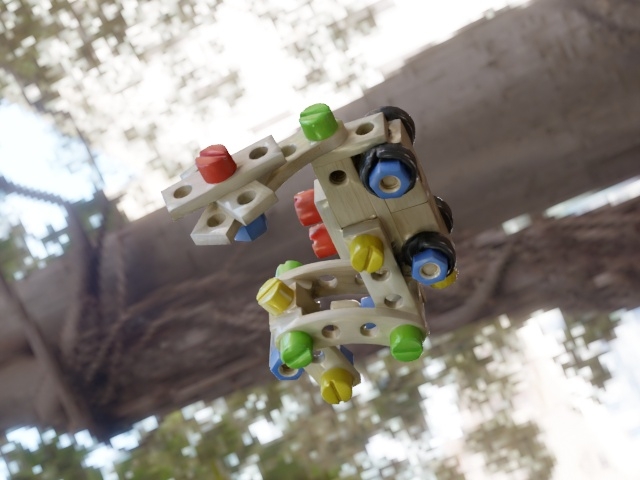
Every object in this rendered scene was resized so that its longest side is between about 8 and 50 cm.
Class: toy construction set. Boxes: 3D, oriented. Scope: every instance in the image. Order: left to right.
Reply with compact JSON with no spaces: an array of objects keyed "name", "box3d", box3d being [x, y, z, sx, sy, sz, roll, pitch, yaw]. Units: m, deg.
[{"name":"toy construction set","box3d":[0.000,0.000,1.401,0.327,0.215,0.151,57,-160,-50]}]
